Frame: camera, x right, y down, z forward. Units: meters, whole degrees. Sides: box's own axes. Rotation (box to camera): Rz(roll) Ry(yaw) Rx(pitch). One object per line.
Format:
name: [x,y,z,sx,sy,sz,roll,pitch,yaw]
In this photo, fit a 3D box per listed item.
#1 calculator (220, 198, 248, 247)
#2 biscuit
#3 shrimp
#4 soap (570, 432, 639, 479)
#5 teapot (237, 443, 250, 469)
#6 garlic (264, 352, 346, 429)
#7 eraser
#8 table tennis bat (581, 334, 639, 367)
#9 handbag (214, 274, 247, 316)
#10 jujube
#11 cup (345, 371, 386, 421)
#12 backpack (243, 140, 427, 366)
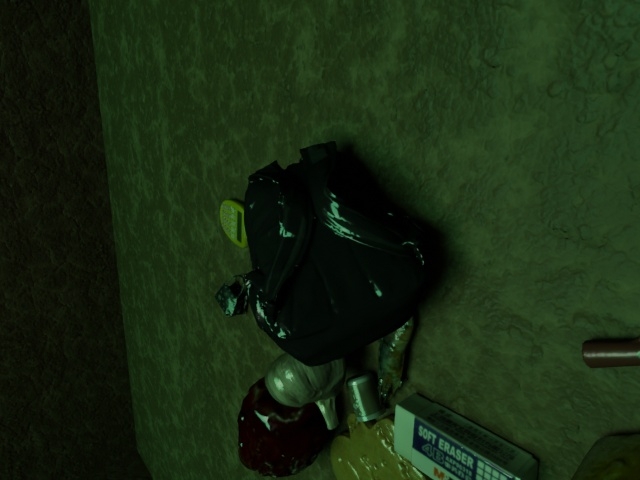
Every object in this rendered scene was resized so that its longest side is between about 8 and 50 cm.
calculator: [-0.265,-0.055,1.446,0.235,0.032,0.146,29,123,44]
biscuit: [0.132,0.574,1.134,0.355,0.052,0.275,-48,64,46]
shrimp: [0.136,0.231,1.028,0.169,0.058,0.295,33,122,51]
soap: [0.412,0.365,0.490,0.156,0.335,0.293,60,143,9]
teapot: [-0.203,0.677,1.530,0.178,0.135,0.252,-59,27,1]
garlic: [-0.011,0.349,1.074,0.212,0.219,0.218,60,139,16]
eraser: [0.274,0.427,0.889,0.279,0.081,0.124,16,113,48]
table tennis bat: [0.497,0.137,0.562,0.310,0.038,0.200,-22,84,51]
handbag: [-0.287,0.177,1.527,0.115,0.072,0.139,49,121,33]
jujube: [-0.108,0.521,1.256,0.258,0.258,0.376,46,128,32]
cup: [0.112,0.377,1.098,0.074,0.102,0.099,-20,82,13]
backpack: [0.000,0.000,0.920,0.254,0.364,0.445,69,175,-58]
